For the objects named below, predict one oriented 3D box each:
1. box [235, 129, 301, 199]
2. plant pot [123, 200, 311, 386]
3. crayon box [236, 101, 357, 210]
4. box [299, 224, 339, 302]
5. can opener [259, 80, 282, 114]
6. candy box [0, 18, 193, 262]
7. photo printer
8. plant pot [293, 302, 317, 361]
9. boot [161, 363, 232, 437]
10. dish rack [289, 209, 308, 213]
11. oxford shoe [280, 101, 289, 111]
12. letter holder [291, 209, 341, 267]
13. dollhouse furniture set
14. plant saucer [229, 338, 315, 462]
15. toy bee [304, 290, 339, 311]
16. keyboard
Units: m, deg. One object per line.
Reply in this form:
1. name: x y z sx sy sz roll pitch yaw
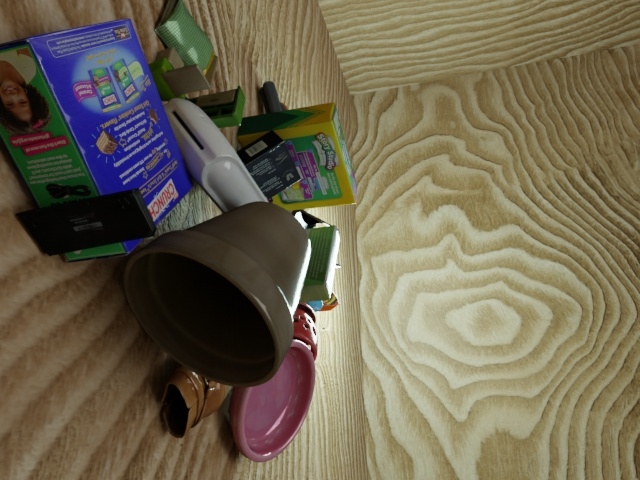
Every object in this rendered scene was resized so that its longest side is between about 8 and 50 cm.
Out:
1. box: -0.166 -0.222 1.408 0.093 0.156 0.158 49 -11 43
2. plant pot: -0.157 0.070 0.899 0.280 0.323 0.323 -53 138 -47
3. crayon box: -0.064 -0.265 1.555 0.363 0.313 0.106 68 21 -48
4. box: -0.119 0.069 1.185 0.232 0.322 0.058 -77 154 -50
5. can opener: -0.179 -0.424 1.648 0.076 0.095 0.283 -22 -97 64
6. candy box: -0.357 -0.169 0.751 0.268 0.122 0.317 -74 153 -59
7. photo printer: -0.237 -0.165 1.046 0.256 0.107 0.307 50 -6 31
8. plant pot: -0.104 0.292 1.449 0.174 0.191 0.191 -91 168 -53
9. boot: -0.273 0.252 0.993 0.220 0.109 0.283 -34 125 -70
10. dish rack: -0.092 -0.183 1.903 0.271 0.074 0.208 60 28 -58
11. oxford shoe: -0.147 -0.382 1.730 0.098 0.097 0.271 -35 118 -67
12. letter holder: 0.000 0.000 1.811 0.152 0.214 0.302 -63 165 3
13. dollhouse furniture set: -0.279 -0.442 1.106 0.197 0.151 0.301 63 25 -55
14. plant saucer: -0.137 0.431 1.278 0.332 0.084 0.332 -19 113 -53
15. toy bee: -0.063 0.202 1.691 0.162 0.195 0.298 63 20 16
16. keyboard: -0.337 -0.039 0.657 0.023 0.180 0.108 -92 169 -55
